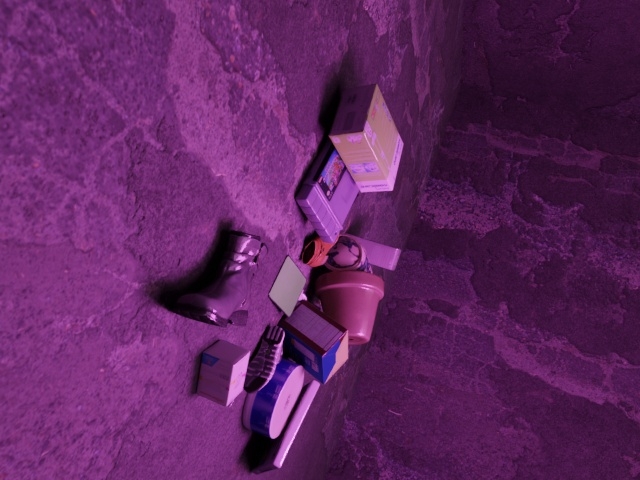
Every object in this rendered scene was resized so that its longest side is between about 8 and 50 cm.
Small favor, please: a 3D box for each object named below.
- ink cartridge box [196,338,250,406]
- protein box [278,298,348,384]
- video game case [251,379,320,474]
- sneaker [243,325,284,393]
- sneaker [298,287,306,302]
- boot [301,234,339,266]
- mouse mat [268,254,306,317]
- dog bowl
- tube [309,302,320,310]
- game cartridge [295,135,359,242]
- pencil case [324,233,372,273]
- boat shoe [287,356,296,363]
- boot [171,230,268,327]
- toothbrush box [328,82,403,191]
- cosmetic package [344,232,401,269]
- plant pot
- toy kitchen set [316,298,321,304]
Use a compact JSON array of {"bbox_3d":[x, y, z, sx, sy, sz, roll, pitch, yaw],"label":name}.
[{"bbox_3d":[-0.252,0.348,1.374,0.090,0.092,0.143,-33,139,-65],"label":"ink cartridge box"},{"bbox_3d":[-0.023,0.352,1.854,0.136,0.201,0.199,-41,149,-29],"label":"protein box"},{"bbox_3d":[-0.131,0.698,1.981,0.329,0.036,0.300,-61,-175,-34],"label":"video game case"},{"bbox_3d":[-0.169,0.398,1.699,0.132,0.086,0.228,86,26,-56],"label":"sneaker"},{"bbox_3d":[-0.080,0.195,1.861,0.043,0.040,0.109,-54,151,-22],"label":"sneaker"},{"bbox_3d":[0.000,0.000,1.853,0.152,0.073,0.197,7,98,-68],"label":"boot"},{"bbox_3d":[-0.104,0.152,1.732,0.152,0.007,0.189,-65,150,-22],"label":"mouse mat"},{"bbox_3d":[-0.157,0.535,1.830,0.265,0.104,0.264,18,90,-73],"label":"dog bowl"},{"bbox_3d":[-0.064,0.342,2.033,0.207,0.052,0.080,-65,160,-4],"label":"tube"},{"bbox_3d":[0.054,-0.197,1.734,0.355,0.068,0.230,-63,146,-27],"label":"game cartridge"},{"bbox_3d":[0.110,0.117,2.134,0.410,0.184,0.159,64,41,-63],"label":"pencil case"},{"bbox_3d":[-0.033,0.418,2.033,0.267,0.088,0.096,-35,156,-55],"label":"boat shoe"},{"bbox_3d":[-0.219,0.077,1.214,0.338,0.118,0.222,60,46,-82],"label":"boot"},{"bbox_3d":[0.154,-0.321,1.705,0.283,0.122,0.206,51,46,-47],"label":"toothbrush box"},{"bbox_3d":[0.213,0.048,2.279,0.127,0.238,0.107,12,98,-76],"label":"cosmetic package"},{"bbox_3d":[0.106,0.258,1.976,0.263,0.263,0.229,71,19,-63],"label":"plant pot"},{"bbox_3d":[0.027,0.272,2.175,0.075,0.083,0.068,47,61,-71],"label":"toy kitchen set"}]
